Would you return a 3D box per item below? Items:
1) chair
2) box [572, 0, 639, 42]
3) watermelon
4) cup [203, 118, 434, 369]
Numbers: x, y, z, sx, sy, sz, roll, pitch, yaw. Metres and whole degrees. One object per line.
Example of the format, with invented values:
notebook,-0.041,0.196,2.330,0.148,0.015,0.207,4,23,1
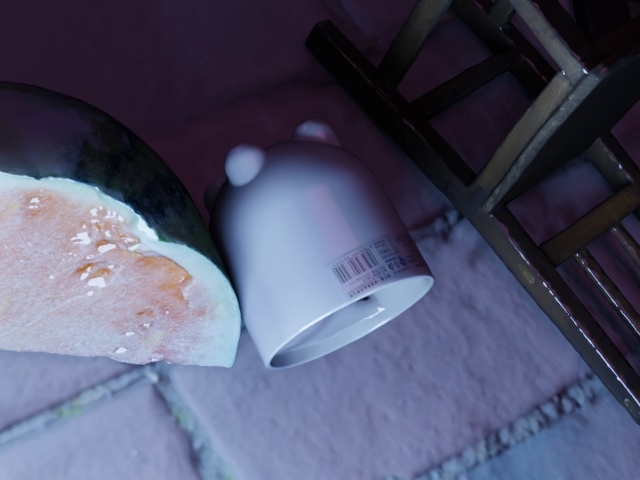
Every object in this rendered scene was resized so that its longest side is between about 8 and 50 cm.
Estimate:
chair,0.219,-0.103,1.461,0.416,0.240,0.203,49,49,10
box,0.288,-0.192,1.692,0.125,0.027,0.126,7,56,-23
watermelon,-0.178,-0.017,1.246,0.256,0.260,0.176,29,62,14
cup,0.004,-0.005,1.341,0.173,0.134,0.142,-15,71,-41
